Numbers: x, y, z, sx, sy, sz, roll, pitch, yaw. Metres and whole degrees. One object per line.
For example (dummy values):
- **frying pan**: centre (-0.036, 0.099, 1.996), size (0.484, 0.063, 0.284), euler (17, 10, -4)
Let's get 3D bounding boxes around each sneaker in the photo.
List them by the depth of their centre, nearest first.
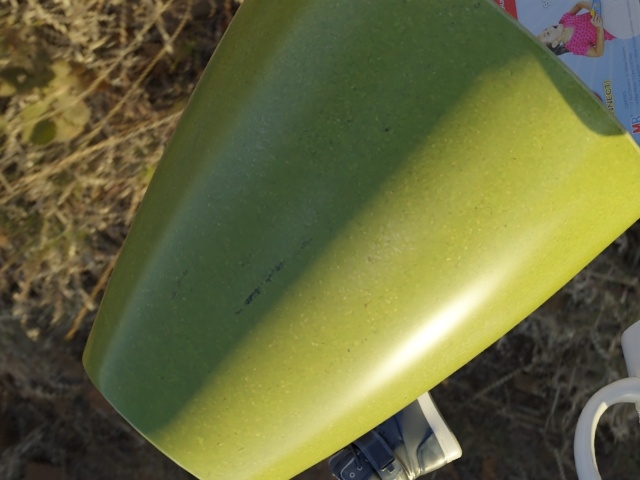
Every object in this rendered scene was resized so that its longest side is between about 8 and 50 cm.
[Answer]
- **sneaker**: centre (0.064, 0.226, 1.576), size (0.163, 0.086, 0.226), euler (-30, 97, -8)

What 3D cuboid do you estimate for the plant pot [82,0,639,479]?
- **plant pot**: centre (0.000, 0.000, 0.735), size (0.275, 0.275, 0.293), euler (40, 90, -2)

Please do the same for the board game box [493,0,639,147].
- **board game box**: centre (0.248, -0.208, 1.199), size (0.302, 0.086, 0.308), euler (-13, 75, 31)

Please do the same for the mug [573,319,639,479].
- **mug**: centre (0.494, 0.252, 1.479), size (0.374, 0.328, 0.276), euler (-7, 159, -6)
